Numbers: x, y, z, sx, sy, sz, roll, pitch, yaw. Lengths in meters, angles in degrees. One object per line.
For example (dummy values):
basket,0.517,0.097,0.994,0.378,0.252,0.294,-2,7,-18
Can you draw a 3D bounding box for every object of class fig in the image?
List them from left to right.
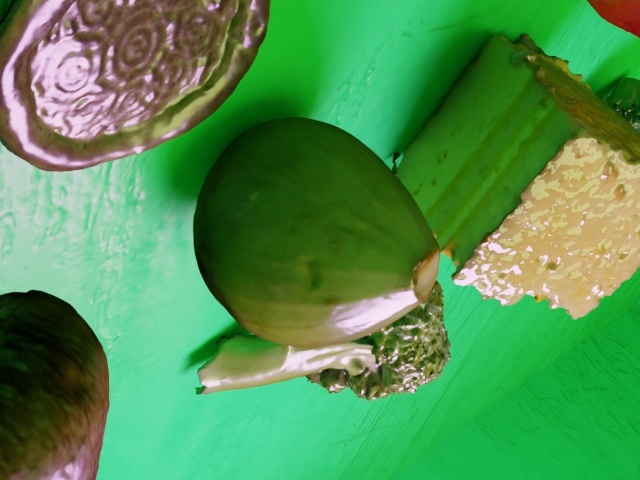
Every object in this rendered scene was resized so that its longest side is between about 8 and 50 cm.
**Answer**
fig,-0.008,0.006,0.908,0.207,0.230,0.207,-27,148,-18

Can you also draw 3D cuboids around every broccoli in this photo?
broccoli,0.020,0.111,1.287,0.302,0.186,0.254,-3,167,15
broccoli,0.456,-0.165,1.514,0.194,0.194,0.220,-39,134,-10

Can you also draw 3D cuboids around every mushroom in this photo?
mushroom,-0.260,0.127,0.634,0.263,0.283,0.195,-27,139,-7

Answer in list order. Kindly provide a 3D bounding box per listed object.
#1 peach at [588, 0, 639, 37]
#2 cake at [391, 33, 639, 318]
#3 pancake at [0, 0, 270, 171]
peach,0.395,-0.320,0.884,0.372,0.290,0.372,-14,-167,3
cake,0.233,-0.086,1.147,0.222,0.286,0.227,22,118,-34
pancake,-0.129,-0.142,0.707,0.250,0.031,0.250,-36,158,-17
